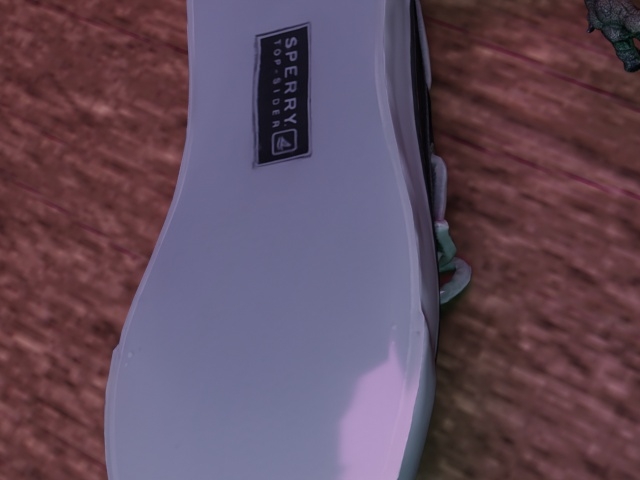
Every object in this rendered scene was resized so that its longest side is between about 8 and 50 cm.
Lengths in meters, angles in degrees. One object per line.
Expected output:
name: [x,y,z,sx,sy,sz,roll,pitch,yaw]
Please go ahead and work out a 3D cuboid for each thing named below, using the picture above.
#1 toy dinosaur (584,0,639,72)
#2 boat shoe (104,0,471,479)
toy dinosaur: [0.132,-0.116,0.494,0.268,0.064,0.118,-5,70,-12]
boat shoe: [-0.004,0.000,0.494,0.113,0.105,0.306,-12,61,17]
